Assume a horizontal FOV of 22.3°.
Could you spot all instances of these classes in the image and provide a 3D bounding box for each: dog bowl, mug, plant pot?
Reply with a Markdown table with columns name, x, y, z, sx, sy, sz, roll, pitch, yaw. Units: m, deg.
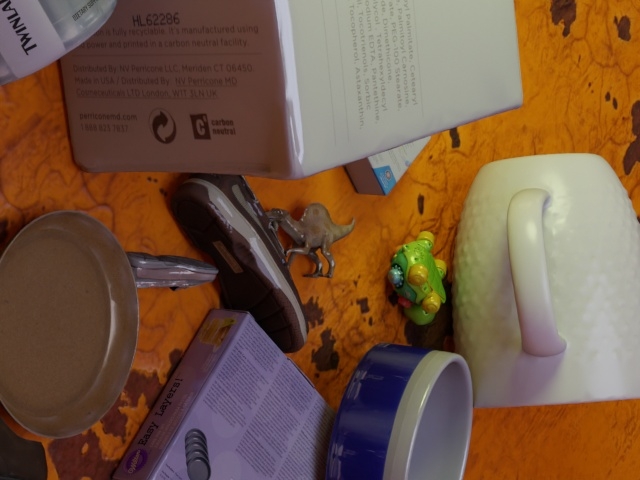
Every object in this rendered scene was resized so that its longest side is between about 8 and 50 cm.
| name | x | y | z | sx | sy | sz | roll | pitch | yaw |
| --- | --- | --- | --- | --- | --- | --- | --- | --- | --- |
| dog bowl | 0.102 | 0.264 | 2.030 | 0.265 | 0.104 | 0.264 | 9 | 90 | -69 |
| mug | 0.300 | 0.052 | 2.145 | 0.374 | 0.276 | 0.328 | 14 | 71 | -74 |
| plant pot | -0.274 | 0.086 | 1.679 | 0.236 | 0.032 | 0.236 | -5 | 96 | -57 |

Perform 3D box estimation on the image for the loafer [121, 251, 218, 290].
| name | x | y | z | sx | sy | sz | roll | pitch | yaw |
| --- | --- | --- | --- | --- | --- | --- | --- | --- | --- |
| loafer | -0.171 | 0.038 | 1.812 | 0.125 | 0.045 | 0.039 | 9 | 103 | -43 |

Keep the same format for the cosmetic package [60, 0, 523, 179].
| name | x | y | z | sx | sy | sz | roll | pitch | yaw |
| --- | --- | --- | --- | --- | --- | --- | --- | --- | --- |
| cosmetic package | -0.034 | -0.264 | 1.723 | 0.394 | 0.329 | 0.327 | -21 | 108 | -46 |

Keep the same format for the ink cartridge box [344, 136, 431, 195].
| name | x | y | z | sx | sy | sz | roll | pitch | yaw |
| --- | --- | --- | --- | --- | --- | --- | --- | --- | --- |
| ink cartridge box | 0.080 | -0.130 | 2.077 | 0.122 | 0.052 | 0.088 | -51 | 128 | -33 |

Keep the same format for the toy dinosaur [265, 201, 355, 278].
| name | x | y | z | sx | sy | sz | roll | pitch | yaw |
| --- | --- | --- | --- | --- | --- | --- | --- | --- | --- |
| toy dinosaur | 0.000 | 0.000 | 1.994 | 0.183 | 0.053 | 0.092 | 7 | 86 | -49 |

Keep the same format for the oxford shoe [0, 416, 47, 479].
| name | x | y | z | sx | sy | sz | roll | pitch | yaw |
| --- | --- | --- | --- | --- | --- | --- | --- | --- | --- |
| oxford shoe | -0.361 | 0.202 | 1.584 | 0.227 | 0.083 | 0.096 | 29 | 53 | -47 |

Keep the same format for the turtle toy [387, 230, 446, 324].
| name | x | y | z | sx | sy | sz | roll | pitch | yaw |
| --- | --- | --- | --- | --- | --- | --- | --- | --- | --- |
| turtle toy | 0.127 | 0.057 | 2.133 | 0.095 | 0.066 | 0.130 | -74 | 146 | -51 |

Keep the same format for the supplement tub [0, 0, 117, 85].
| name | x | y | z | sx | sy | sz | roll | pitch | yaw |
| --- | --- | --- | --- | --- | --- | --- | --- | --- | --- |
| supplement tub | -0.333 | -0.314 | 1.477 | 0.193 | 0.194 | 0.316 | -51 | 129 | -34 |

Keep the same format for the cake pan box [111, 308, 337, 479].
| name | x | y | z | sx | sy | sz | roll | pitch | yaw |
| --- | --- | --- | --- | --- | --- | --- | --- | --- | --- |
| cake pan box | -0.093 | 0.252 | 1.894 | 0.267 | 0.070 | 0.245 | 51 | 58 | -38 |

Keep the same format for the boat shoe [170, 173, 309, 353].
| name | x | y | z | sx | sy | sz | roll | pitch | yaw |
| --- | --- | --- | --- | --- | --- | --- | --- | --- | --- |
| boat shoe | -0.072 | 0.014 | 1.883 | 0.095 | 0.095 | 0.257 | -56 | 131 | -38 |
